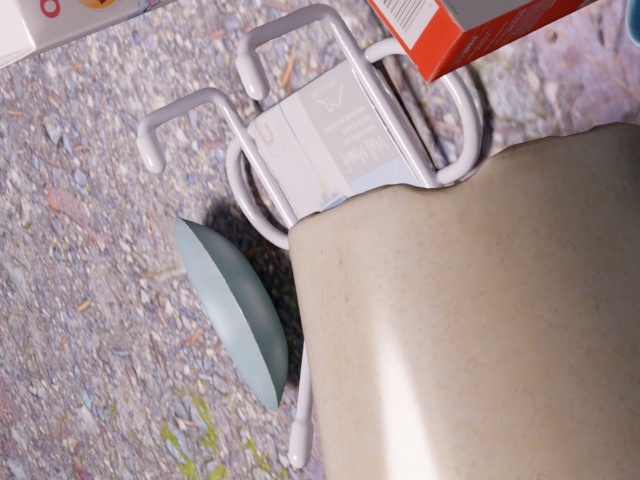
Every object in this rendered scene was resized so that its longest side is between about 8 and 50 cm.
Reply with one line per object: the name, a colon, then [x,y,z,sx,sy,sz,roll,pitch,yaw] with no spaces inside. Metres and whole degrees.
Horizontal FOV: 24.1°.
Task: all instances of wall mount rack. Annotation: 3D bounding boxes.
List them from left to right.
wall mount rack: [0.000,0.000,1.125,0.304,0.130,0.350,60,150,-2]

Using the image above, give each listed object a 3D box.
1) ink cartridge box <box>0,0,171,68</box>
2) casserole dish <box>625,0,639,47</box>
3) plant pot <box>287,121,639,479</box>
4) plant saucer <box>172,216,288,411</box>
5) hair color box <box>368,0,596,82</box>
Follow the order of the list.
ink cartridge box: [-0.176,-0.240,1.097,0.168,0.232,0.171,-6,109,58]
casserole dish: [0.229,-0.133,0.721,0.188,0.037,0.114,10,78,54]
plant pot: [0.128,0.105,0.878,0.334,0.333,0.306,-21,84,59]
plant saucer: [-0.071,0.059,1.334,0.195,0.037,0.195,58,167,21]
hair color box: [0.100,-0.161,0.810,0.093,0.167,0.053,55,149,12]
